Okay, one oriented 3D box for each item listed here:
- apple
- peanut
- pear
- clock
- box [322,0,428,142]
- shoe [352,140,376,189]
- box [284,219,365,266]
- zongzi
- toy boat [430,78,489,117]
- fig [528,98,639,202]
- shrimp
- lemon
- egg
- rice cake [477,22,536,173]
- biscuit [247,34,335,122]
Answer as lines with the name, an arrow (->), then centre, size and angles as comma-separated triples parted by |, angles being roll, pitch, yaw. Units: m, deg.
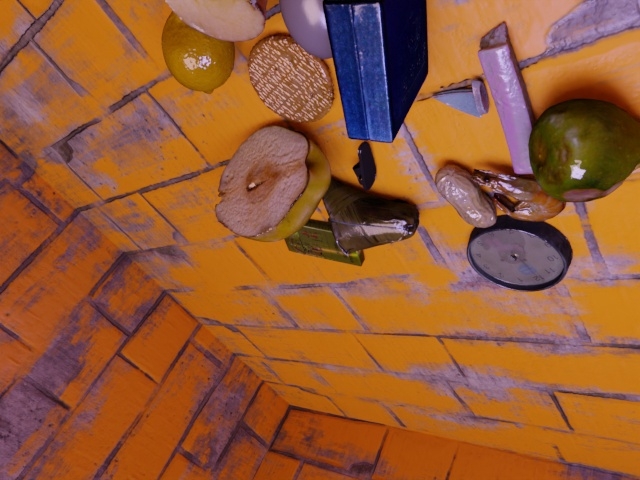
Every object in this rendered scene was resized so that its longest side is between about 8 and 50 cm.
apple -> -0.209, -0.594, 1.015 | 0.251, 0.163, 0.293 | 19, 158, -2
peanut -> 0.386, -0.113, 1.255 | 0.214, 0.090, 0.098 | 43, 146, -21
pear -> -0.119, -0.154, 1.434 | 0.386, 0.340, 0.191 | -10, 161, 36
clock -> 0.557, 0.043, 1.361 | 0.280, 0.055, 0.280 | 21, 145, 15
box -> 0.127, -0.383, 0.942 | 0.116, 0.261, 0.279 | 11, 142, 22
shoe -> 0.118, -0.216, 1.356 | 0.053, 0.062, 0.159 | 25, 149, 31
box -> 0.000, 0.000, 1.738 | 0.311, 0.043, 0.173 | 12, 143, 26
zongzi -> 0.124, -0.119, 1.436 | 0.286, 0.138, 0.300 | -16, 106, 38
toy boat -> 0.319, -0.321, 1.096 | 0.122, 0.034, 0.096 | 10, 142, 42
fig -> 0.573, -0.187, 0.968 | 0.275, 0.206, 0.206 | -8, 142, -3
shrimp -> 0.487, -0.115, 1.197 | 0.249, 0.068, 0.150 | 27, 145, -9
lemon -> -0.308, -0.485, 1.217 | 0.187, 0.187, 0.244 | 15, 139, 22
egg -> 0.001, -0.495, 0.972 | 0.176, 0.176, 0.232 | 6, 133, 32
rice cake -> 0.419, -0.284, 1.038 | 0.073, 0.056, 0.365 | -3, 135, 37
biscuit -> -0.079, -0.419, 1.258 | 0.254, 0.035, 0.254 | 19, 145, 14
